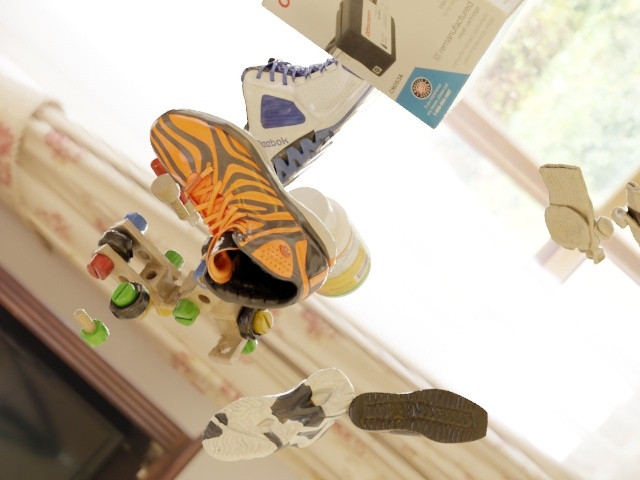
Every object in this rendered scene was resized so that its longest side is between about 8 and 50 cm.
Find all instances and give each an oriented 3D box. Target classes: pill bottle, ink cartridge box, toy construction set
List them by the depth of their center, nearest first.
[{"bbox_3d":[0.101,-0.336,1.690,0.129,0.307,0.223,-49,173,-43],"label":"ink cartridge box"},{"bbox_3d":[-0.190,0.050,1.874,0.257,0.237,0.309,-17,-138,15],"label":"toy construction set"},{"bbox_3d":[0.000,0.000,2.256,0.136,0.136,0.245,-48,151,-7],"label":"pill bottle"}]

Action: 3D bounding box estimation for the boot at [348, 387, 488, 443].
[{"bbox_3d":[0.142,0.256,1.824,0.137,0.198,0.076,77,23,-78],"label":"boot"}]

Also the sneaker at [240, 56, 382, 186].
[{"bbox_3d":[-0.026,-0.236,1.959,0.315,0.182,0.127,-44,179,33],"label":"sneaker"}]

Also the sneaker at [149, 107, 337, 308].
[{"bbox_3d":[-0.125,-0.040,1.654,0.124,0.321,0.180,-50,178,33],"label":"sneaker"}]

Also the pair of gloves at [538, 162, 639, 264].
[{"bbox_3d":[0.457,-0.023,1.958,0.042,0.240,0.204,-54,143,-29],"label":"pair of gloves"}]

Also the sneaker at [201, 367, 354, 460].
[{"bbox_3d":[-0.066,0.279,1.860,0.235,0.094,0.153,-28,159,-20],"label":"sneaker"}]
